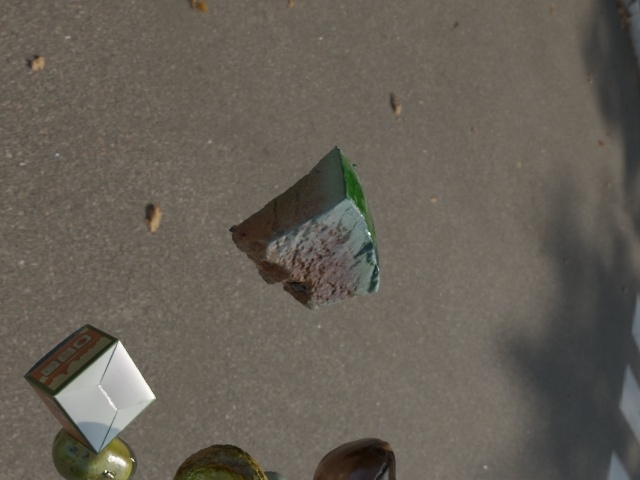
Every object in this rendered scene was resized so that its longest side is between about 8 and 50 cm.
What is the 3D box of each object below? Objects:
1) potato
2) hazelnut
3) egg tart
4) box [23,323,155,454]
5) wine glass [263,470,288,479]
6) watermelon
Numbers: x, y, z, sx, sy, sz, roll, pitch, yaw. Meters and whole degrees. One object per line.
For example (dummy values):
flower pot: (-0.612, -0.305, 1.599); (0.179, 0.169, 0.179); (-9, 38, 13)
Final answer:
potato: (-0.556, 0.537, 1.669); (0.228, 0.197, 0.148); (106, -2, -65)
hazelnut: (0.060, 0.399, 1.141); (0.150, 0.150, 0.150); (-4, 95, -53)
egg tart: (-0.262, 0.677, 1.808); (0.123, 0.294, 0.294); (-23, 113, -80)
box: (-0.503, 0.322, 1.485); (0.177, 0.148, 0.195); (-45, 130, -32)
wine glass: (-0.132, 0.814, 1.911); (0.191, 0.357, 0.190); (-4, 107, -15)
watermelon: (0.014, 0.003, 1.315); (0.302, 0.151, 0.264); (-38, 137, -13)
